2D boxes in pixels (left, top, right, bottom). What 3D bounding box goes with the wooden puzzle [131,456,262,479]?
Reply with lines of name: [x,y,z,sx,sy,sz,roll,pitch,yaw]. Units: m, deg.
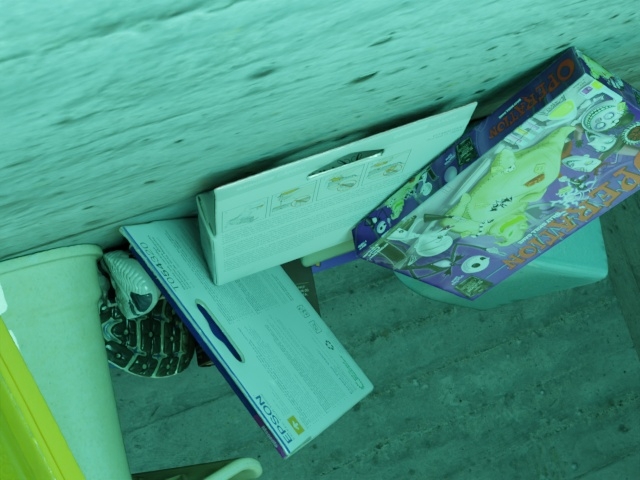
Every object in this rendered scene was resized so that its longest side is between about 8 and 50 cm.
wooden puzzle: [-0.281,0.372,1.138,0.347,0.081,0.322,-17,177,-43]

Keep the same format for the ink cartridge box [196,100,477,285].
ink cartridge box: [0.008,-0.067,1.036,0.296,0.066,0.261,-19,158,-14]

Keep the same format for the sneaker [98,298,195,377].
sneaker: [-0.350,0.135,1.419,0.330,0.130,0.147,15,170,-28]

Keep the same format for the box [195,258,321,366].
box: [-0.114,0.086,1.480,0.167,0.203,0.168,-6,170,-26]

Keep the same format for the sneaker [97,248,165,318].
sneaker: [-0.217,0.040,1.260,0.153,0.094,0.235,-21,-179,-23]

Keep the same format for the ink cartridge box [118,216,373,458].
ink cartridge box: [-0.097,0.112,1.167,0.071,0.324,0.330,-41,170,19]

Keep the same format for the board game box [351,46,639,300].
board game box: [0.224,-0.056,1.049,0.208,0.056,0.347,17,137,-36]

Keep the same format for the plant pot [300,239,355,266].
plant pot: [0.007,-0.041,1.237,0.109,0.109,0.096,-19,166,-2]

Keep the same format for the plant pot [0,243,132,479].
plant pot: [-0.381,0.202,1.119,0.333,0.306,0.334,-20,177,-1]

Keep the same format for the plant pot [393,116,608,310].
plant pot: [0.219,-0.045,1.318,0.252,0.247,0.247,6,161,-39]

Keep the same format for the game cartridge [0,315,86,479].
game cartridge: [-0.408,0.215,0.934,0.323,0.285,0.052,-31,176,26]

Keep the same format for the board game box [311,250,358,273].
board game box: [0.000,0.000,1.763,0.347,0.078,0.233,-19,-172,33]
